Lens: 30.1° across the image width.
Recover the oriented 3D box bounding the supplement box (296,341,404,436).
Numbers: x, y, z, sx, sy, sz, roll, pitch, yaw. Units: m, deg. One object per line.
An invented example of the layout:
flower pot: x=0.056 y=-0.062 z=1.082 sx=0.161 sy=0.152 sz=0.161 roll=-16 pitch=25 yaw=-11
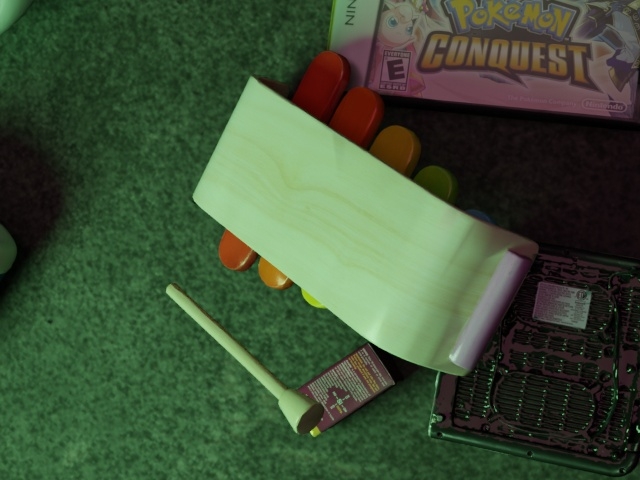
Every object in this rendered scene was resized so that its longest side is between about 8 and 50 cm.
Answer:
supplement box: x=0.022 y=0.123 z=0.998 sx=0.083 sy=0.055 sz=0.043 roll=-35 pitch=81 yaw=10

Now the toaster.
toaster: x=0.188 y=0.086 z=0.931 sx=0.185 sy=0.110 sz=0.168 roll=10 pitch=89 yaw=14

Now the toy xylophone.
toy xylophone: x=0.000 y=0.000 z=0.937 sx=0.323 sy=0.081 sz=0.236 roll=46 pitch=111 yaw=35

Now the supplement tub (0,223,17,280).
supplement tub: x=-0.381 y=0.049 z=1.055 sx=0.144 sy=0.144 sz=0.200 roll=37 pitch=96 yaw=13

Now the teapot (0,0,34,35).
teapot: x=-0.338 y=-0.298 z=1.043 sx=0.256 sy=0.187 sz=0.252 roll=21 pitch=133 yaw=-1

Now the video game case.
video game case: x=0.149 y=-0.229 z=0.999 sx=0.274 sy=0.035 sz=0.248 roll=7 pitch=88 yaw=14
